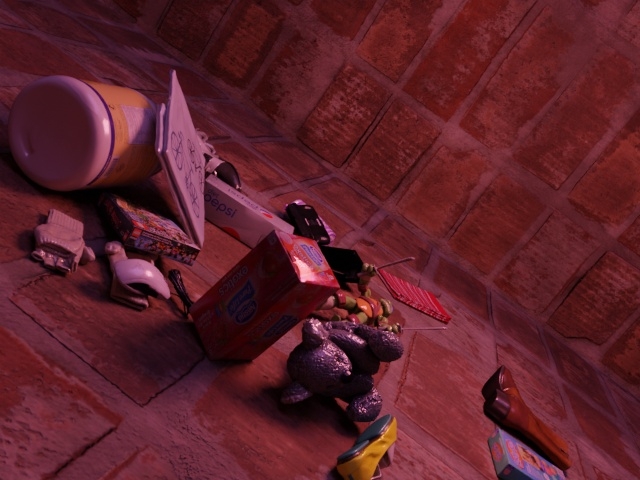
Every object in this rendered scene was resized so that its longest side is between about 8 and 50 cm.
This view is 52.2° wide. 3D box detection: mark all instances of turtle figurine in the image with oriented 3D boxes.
[{"bbox_3d":[0.131,0.153,1.681,0.266,0.197,0.275,-4,-3,-42],"label":"turtle figurine"}]

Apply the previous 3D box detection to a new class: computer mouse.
[{"bbox_3d":[-0.308,0.078,1.236,0.193,0.042,0.106,33,26,-57],"label":"computer mouse"}]

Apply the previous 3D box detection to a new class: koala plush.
[{"bbox_3d":[0.012,0.243,1.278,0.203,0.196,0.221,22,7,33],"label":"koala plush"}]

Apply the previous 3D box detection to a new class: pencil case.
[{"bbox_3d":[-0.038,-0.055,2.214,0.206,0.086,0.088,43,16,25],"label":"pencil case"}]

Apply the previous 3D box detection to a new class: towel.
[{"bbox_3d":[0.339,0.198,2.373,0.275,0.031,0.199,27,17,-29],"label":"towel"}]

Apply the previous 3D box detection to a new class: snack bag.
[{"bbox_3d":[-0.335,-0.205,1.586,0.323,0.037,0.342,79,2,-48],"label":"snack bag"}]

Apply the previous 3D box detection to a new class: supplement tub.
[{"bbox_3d":[-0.502,-0.237,1.482,0.241,0.241,0.331,38,15,9],"label":"supplement tub"}]

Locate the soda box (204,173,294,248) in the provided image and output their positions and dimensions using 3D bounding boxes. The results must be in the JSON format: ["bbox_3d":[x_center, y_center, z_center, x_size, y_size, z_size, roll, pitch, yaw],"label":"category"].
[{"bbox_3d":[-0.220,-0.064,1.834,0.286,0.098,0.091,34,15,-8],"label":"soda box"}]

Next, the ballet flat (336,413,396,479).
[{"bbox_3d":[0.096,0.397,1.213,0.077,0.077,0.231,60,23,8],"label":"ballet flat"}]

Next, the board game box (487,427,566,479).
[{"bbox_3d":[0.518,0.572,1.605,0.210,0.047,0.160,35,16,-3],"label":"board game box"}]

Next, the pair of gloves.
[{"bbox_3d":[-0.424,0.025,1.243,0.240,0.042,0.204,29,17,-19],"label":"pair of gloves"}]

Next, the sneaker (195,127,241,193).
[{"bbox_3d":[-0.370,-0.220,1.993,0.146,0.122,0.330,-11,46,-45],"label":"sneaker"}]

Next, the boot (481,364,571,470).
[{"bbox_3d":[0.616,0.508,1.915,0.280,0.096,0.264,37,15,2],"label":"boot"}]

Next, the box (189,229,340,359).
[{"bbox_3d":[-0.108,0.110,1.229,0.128,0.257,0.122,14,40,-53],"label":"box"}]

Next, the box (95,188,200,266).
[{"bbox_3d":[-0.377,-0.030,1.416,0.159,0.044,0.233,24,8,-39],"label":"box"}]

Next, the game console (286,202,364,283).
[{"bbox_3d":[0.000,0.000,2.068,0.213,0.044,0.361,9,36,-32],"label":"game console"}]
